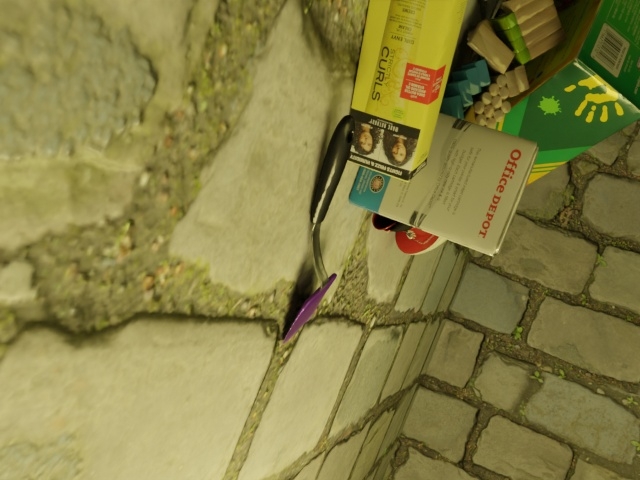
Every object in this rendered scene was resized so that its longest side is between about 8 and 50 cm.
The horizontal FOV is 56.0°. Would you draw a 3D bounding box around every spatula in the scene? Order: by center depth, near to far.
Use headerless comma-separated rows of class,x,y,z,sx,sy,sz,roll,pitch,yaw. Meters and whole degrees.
spatula,0.000,0.000,0.660,0.084,0.030,0.296,-42,149,-49

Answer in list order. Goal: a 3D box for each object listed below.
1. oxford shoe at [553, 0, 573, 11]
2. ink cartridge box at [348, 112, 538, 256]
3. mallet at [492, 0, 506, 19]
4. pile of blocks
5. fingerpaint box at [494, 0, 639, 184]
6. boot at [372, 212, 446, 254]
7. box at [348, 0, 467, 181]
oxford shoe,0.487,-0.597,1.096,0.130,0.123,0.348,-55,165,-55
ink cartridge box,0.151,-0.077,0.743,0.139,0.191,0.082,-70,162,5
mallet,0.339,-0.439,1.119,0.189,0.039,0.062,-62,163,-5
pile of blocks,0.261,-0.270,1.019,0.362,0.149,0.113,-56,-157,-6
fingerpaint box,0.488,-0.341,1.199,0.444,0.163,0.371,-58,-171,-29
boot,0.135,-0.031,0.952,0.176,0.088,0.244,-17,162,-25
box,0.088,-0.182,0.615,0.058,0.087,0.232,-44,151,-51
